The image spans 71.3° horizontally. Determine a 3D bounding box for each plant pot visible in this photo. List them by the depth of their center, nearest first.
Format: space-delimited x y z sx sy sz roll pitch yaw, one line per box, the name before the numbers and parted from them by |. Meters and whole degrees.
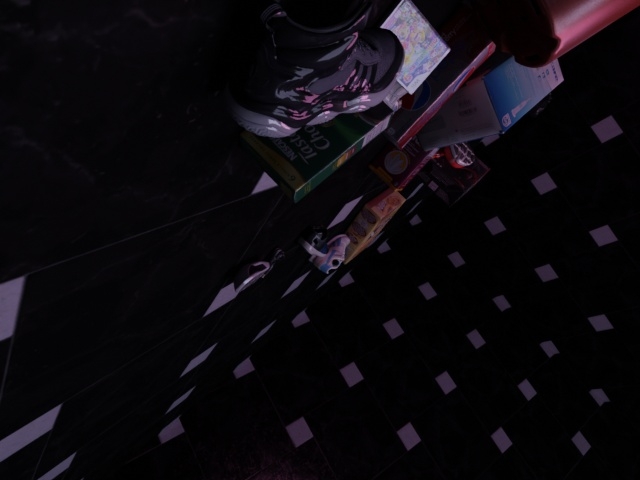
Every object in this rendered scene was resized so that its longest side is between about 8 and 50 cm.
plant pot | 0.386 -0.426 0.668 0.265 0.272 0.272 -37 171 8

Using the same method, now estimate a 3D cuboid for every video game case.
video game case | 0.128 -0.283 0.655 0.122 0.011 0.087 26 114 -40

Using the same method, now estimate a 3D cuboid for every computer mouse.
computer mouse | -0.158 0.070 1.074 0.106 0.042 0.193 -43 176 18

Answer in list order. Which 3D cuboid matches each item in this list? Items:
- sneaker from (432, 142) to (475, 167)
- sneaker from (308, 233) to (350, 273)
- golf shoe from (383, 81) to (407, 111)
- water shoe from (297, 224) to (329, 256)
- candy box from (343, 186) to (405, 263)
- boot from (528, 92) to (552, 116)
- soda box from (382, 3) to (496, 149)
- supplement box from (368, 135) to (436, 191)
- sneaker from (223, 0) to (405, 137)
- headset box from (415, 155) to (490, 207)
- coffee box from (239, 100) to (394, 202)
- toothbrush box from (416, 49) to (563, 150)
sneaker | 0.357 -0.270 1.289 0.118 0.107 0.279 -39 -155 26
sneaker | 0.049 0.050 1.642 0.229 0.092 0.087 -34 164 -50
golf shoe | 0.103 -0.251 0.744 0.086 0.069 0.176 -34 166 -18
water shoe | 0.000 0.000 1.310 0.080 0.073 0.203 -48 170 9
candy box | 0.185 -0.056 1.757 0.183 0.087 0.316 -36 167 -40
boot | 0.684 -0.512 1.547 0.246 0.207 0.094 -36 167 -37
soda box | 0.210 -0.305 0.853 0.263 0.092 0.083 -46 169 10
supplement box | 0.234 -0.234 1.194 0.188 0.104 0.081 -49 168 22
sneaker | 0.025 -0.213 0.473 0.269 0.101 0.153 -34 168 -34
headset box | 0.550 -0.296 1.854 0.293 0.218 0.110 -34 166 -40
coffee box | -0.004 -0.148 0.597 0.184 0.113 0.040 -40 170 -15
toothbrush box | 0.372 -0.337 1.016 0.295 0.126 0.216 -37 -160 -29
